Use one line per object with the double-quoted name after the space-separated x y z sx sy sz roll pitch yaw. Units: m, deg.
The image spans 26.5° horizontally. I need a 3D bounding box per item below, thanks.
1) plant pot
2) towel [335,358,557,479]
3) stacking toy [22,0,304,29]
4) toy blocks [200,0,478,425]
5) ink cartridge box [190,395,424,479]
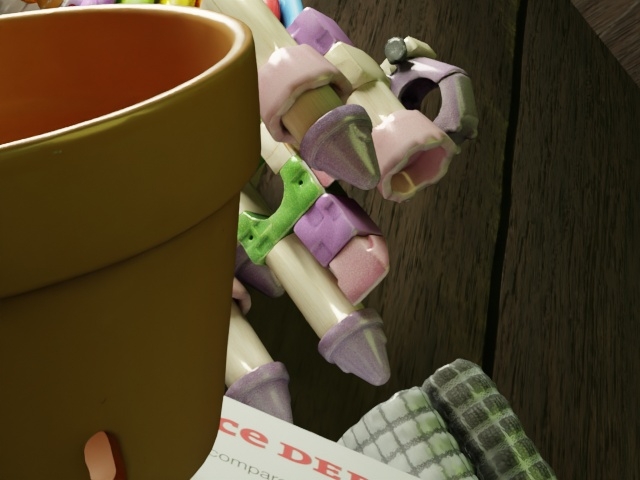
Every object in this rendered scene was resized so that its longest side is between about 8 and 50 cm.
-0.160 0.018 0.653 0.291 0.291 0.203 -49 134 -59 "plant pot"
0.099 0.240 0.999 0.121 0.283 0.235 -25 73 -26 "towel"
-0.169 -0.190 1.158 0.302 0.175 0.165 24 33 -27 "stacking toy"
0.000 0.000 1.052 0.260 0.288 0.309 53 23 25 "toy blocks"
-0.076 0.246 0.699 0.285 0.166 0.395 24 22 -4 "ink cartridge box"
